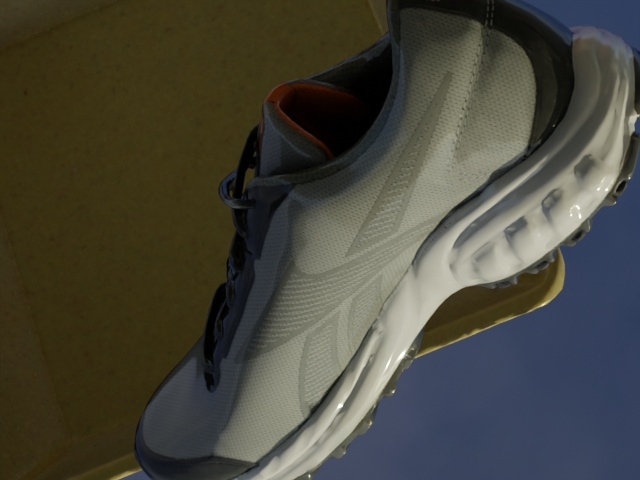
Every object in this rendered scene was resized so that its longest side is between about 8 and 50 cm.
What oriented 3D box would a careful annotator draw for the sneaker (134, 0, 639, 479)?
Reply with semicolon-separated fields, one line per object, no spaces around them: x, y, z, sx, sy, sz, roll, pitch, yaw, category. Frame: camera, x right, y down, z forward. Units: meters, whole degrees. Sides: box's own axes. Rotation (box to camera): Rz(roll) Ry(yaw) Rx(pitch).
0.000;0.000;0.736;0.108;0.271;0.100;28;-142;-19;sneaker

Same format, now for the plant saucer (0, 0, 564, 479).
-0.070;-0.046;1.085;0.333;0.081;0.332;-23;-110;7;plant saucer
